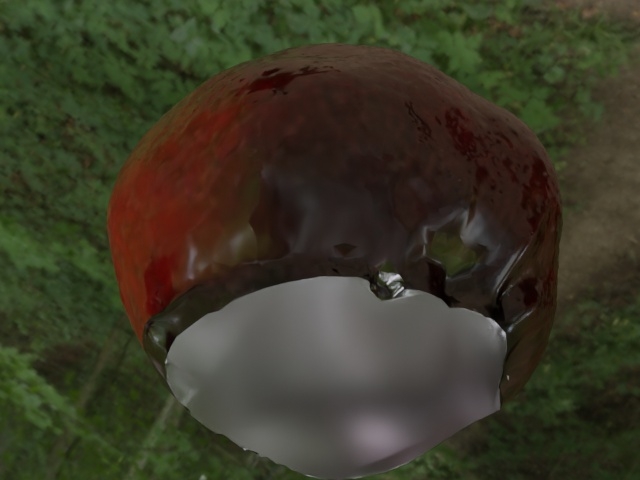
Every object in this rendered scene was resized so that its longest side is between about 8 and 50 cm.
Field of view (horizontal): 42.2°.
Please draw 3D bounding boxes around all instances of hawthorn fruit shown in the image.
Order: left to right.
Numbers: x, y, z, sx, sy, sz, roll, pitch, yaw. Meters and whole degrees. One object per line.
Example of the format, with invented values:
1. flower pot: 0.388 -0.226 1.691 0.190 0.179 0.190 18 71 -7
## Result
1. hawthorn fruit: 0.000 0.000 0.428 0.215 0.215 0.249 34 177 -29
